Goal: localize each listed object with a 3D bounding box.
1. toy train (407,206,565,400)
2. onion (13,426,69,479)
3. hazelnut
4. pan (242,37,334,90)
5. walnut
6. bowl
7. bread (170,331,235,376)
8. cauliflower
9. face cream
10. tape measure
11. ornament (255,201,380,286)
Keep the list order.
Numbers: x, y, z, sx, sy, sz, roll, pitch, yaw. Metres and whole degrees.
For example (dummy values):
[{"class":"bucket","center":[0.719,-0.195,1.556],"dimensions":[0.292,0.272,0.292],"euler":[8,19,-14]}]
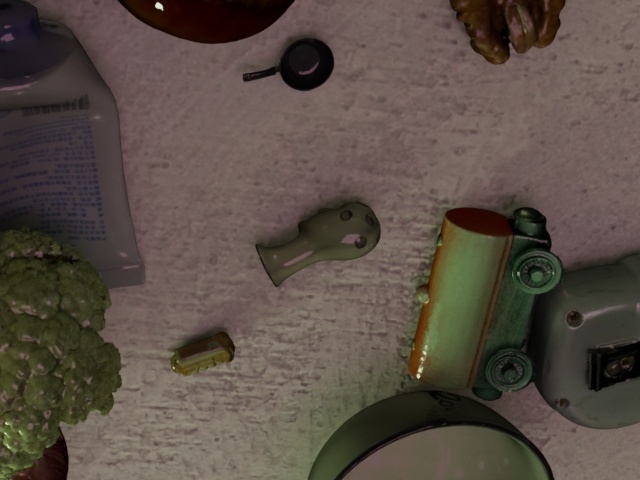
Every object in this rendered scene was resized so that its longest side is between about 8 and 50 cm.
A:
[{"class":"toy train","center":[0.213,0.083,2.124],"dimensions":[0.177,0.116,0.285],"euler":[9,117,-7]},{"class":"onion","center":[-0.441,0.287,2.012],"dimensions":[0.230,0.230,0.163],"euler":[26,144,-27]},{"class":"hazelnut","center":[-0.125,-0.311,1.755],"dimensions":[0.251,0.217,0.217],"euler":[-11,124,-38]},{"class":"pan","center":[-0.041,-0.211,1.928],"dimensions":[0.115,0.023,0.068],"euler":[-12,122,-12]},{"class":"walnut","center":[0.221,-0.301,1.928],"dimensions":[0.143,0.069,0.170],"euler":[-19,123,-6]},{"class":"bowl","center":[0.129,0.342,2.192],"dimensions":[0.354,0.185,0.354],"euler":[-7,120,-12]},{"class":"bread","center":[-0.155,0.149,2.094],"dimensions":[0.088,0.034,0.049],"euler":[-21,136,1]},{"class":"cauliflower","center":[-0.363,0.133,1.906],"dimensions":[0.275,0.250,0.272],"euler":[-26,83,2]},{"class":"face cream","center":[-0.340,-0.089,1.871],"dimensions":[0.234,0.137,0.420],"euler":[-10,129,-10]},{"class":"tape measure","center":[0.413,0.152,2.203],"dimensions":[0.246,0.125,0.243],"euler":[-13,121,-9]},{"class":"ornament","center":[0.000,0.000,2.034],"dimensions":[0.156,0.081,0.075],"euler":[-24,156,2]}]
